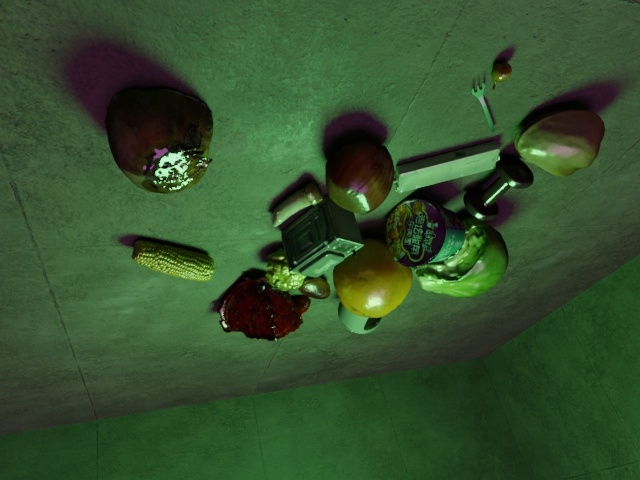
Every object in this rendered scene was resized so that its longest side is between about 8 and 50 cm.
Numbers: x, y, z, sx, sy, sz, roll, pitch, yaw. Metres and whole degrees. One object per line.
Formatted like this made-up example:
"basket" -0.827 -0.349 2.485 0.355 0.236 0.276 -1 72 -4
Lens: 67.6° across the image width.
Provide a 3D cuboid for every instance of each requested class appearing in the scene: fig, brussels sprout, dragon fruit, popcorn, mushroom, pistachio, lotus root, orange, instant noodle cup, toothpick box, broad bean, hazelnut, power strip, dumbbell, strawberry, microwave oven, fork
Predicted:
"fig" 0.469 -0.431 1.257 0.050 0.050 0.083 -12 159 -6
"brussels sprout" 0.558 0.082 1.917 0.370 0.276 0.315 -25 145 17
"dragon fruit" -0.265 0.261 2.006 0.329 0.286 0.228 -11 -169 39
"popcorn" -0.131 0.112 1.778 0.173 0.142 0.174 -15 146 -10
"mushroom" -0.082 -0.110 1.516 0.209 0.071 0.084 -31 178 30
"pistachio" 0.741 -0.313 1.478 0.260 0.163 0.213 13 120 -19
"lotus root" -0.363 -0.213 1.120 0.271 0.192 0.272 -16 146 -11
"orange" 0.196 0.142 1.827 0.311 0.313 0.312 -11 150 -7
"instant noodle cup" 0.388 -0.025 1.716 0.190 0.251 0.251 5 145 -45
"toothpick box" 0.192 0.251 2.114 0.228 0.229 0.317 -7 147 -14
"broad bean" -0.026 0.197 2.033 0.114 0.084 0.165 -41 138 10
"hazelnut" 0.108 -0.188 1.380 0.186 0.211 0.210 -9 160 42
"power strip" 0.400 -0.236 1.549 0.366 0.043 0.106 -15 149 -2
"dumbbell" 0.612 -0.178 1.655 0.140 0.124 0.225 -8 150 -31
"strawberry" -0.116 0.304 2.143 0.187 0.146 0.082 -36 115 -29
"microwave oven" 0.000 0.000 1.612 0.145 0.194 0.240 18 138 -41
"fork" 0.469 -0.379 1.369 0.039 0.021 0.235 -23 151 20

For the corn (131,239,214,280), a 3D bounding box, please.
"corn" -0.476 0.074 1.603 0.101 0.102 0.310 -35 145 30
